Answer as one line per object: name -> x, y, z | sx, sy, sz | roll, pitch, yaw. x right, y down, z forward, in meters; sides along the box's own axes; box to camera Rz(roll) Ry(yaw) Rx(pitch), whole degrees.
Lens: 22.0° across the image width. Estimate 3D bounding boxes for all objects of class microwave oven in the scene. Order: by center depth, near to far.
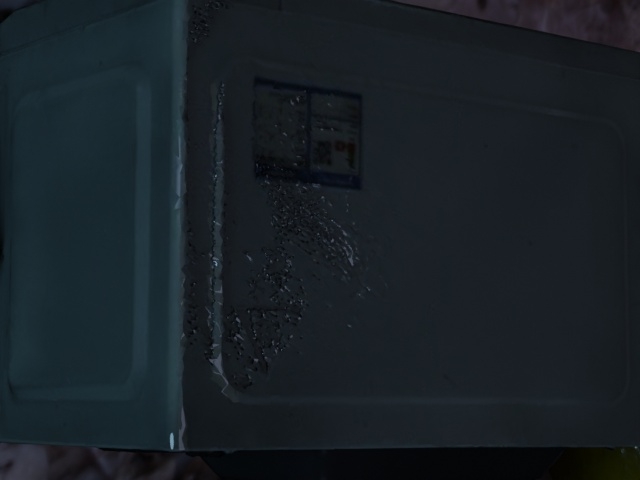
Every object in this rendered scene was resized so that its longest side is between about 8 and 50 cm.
microwave oven -> 0.000, 0.000, 0.813 | 0.295, 0.181, 0.238 | 5, 83, -39

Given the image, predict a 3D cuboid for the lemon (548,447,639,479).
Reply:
lemon -> 0.243, 0.105, 1.053 | 0.184, 0.184, 0.248 | 46, 65, -37
